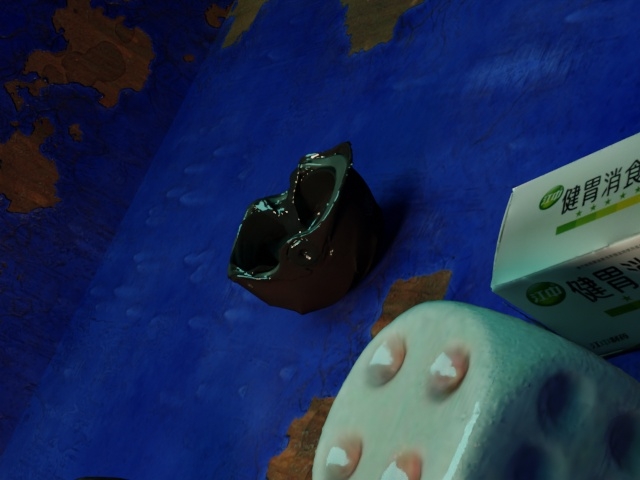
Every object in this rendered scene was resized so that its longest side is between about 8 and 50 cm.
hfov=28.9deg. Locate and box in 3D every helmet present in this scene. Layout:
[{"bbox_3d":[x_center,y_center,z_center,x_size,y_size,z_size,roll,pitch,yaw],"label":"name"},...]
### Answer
[{"bbox_3d":[0.000,0.000,1.941,0.305,0.177,0.225,-33,27,34],"label":"helmet"}]

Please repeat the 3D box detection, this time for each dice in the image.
[{"bbox_3d":[0.172,0.230,1.259,0.262,0.264,0.268,0,61,61],"label":"dice"}]

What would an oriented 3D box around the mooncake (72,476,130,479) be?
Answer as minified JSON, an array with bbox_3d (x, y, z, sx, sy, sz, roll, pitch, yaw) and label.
[{"bbox_3d":[-0.289,0.493,1.777,0.174,0.334,0.326,-38,-8,35],"label":"mooncake"}]

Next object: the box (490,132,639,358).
[{"bbox_3d":[0.355,-0.005,1.288,0.333,0.173,0.145,-26,41,50],"label":"box"}]
